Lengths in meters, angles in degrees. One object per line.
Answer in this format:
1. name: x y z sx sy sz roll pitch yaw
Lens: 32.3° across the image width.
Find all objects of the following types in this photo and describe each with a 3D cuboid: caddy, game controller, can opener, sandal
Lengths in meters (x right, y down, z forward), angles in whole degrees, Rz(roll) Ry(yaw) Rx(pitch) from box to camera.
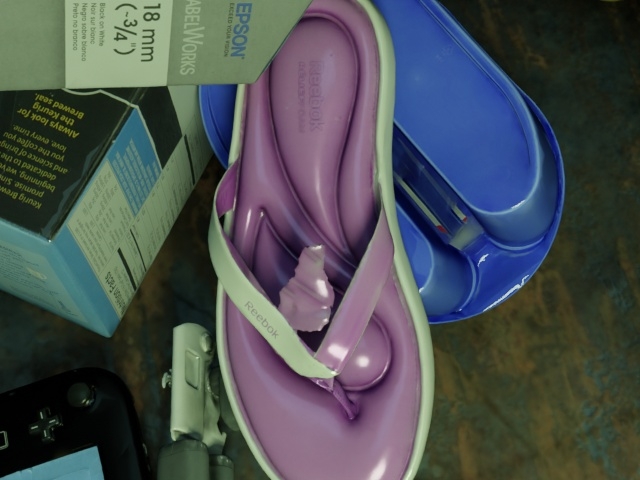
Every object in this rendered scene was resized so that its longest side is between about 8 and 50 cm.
1. caddy: 0.055 -0.086 0.966 0.241 0.179 0.341 -41 76 9
2. game controller: -0.205 0.266 0.895 0.166 0.067 0.319 -16 67 -3
3. can opener: -0.088 0.187 0.887 0.093 0.074 0.280 -17 54 27
4. sandal: -0.015 0.002 0.831 0.169 0.102 0.416 -7 84 15

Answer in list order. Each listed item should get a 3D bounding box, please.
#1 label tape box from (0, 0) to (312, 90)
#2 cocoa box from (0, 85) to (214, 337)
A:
1. label tape box: -0.121 -0.226 0.834 0.333 0.106 0.241 -4 47 -15
2. cocoa box: -0.298 -0.107 0.960 0.347 0.231 0.228 22 69 11
